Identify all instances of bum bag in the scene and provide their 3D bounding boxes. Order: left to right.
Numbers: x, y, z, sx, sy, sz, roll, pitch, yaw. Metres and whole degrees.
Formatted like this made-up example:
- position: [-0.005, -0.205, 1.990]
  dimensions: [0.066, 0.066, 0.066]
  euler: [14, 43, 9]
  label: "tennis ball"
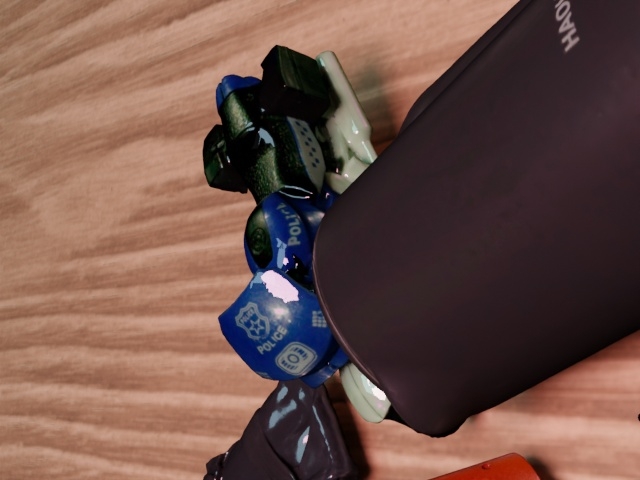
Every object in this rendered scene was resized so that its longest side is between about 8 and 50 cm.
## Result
- position: [-0.053, 0.214, 0.989]
  dimensions: [0.248, 0.060, 0.123]
  euler: [-51, 44, 31]
  label: "bum bag"

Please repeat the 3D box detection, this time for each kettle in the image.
- position: [0.137, -0.059, 0.712]
  dimensions: [0.308, 0.203, 0.262]
  euler: [-41, 62, 41]
  label: "kettle"

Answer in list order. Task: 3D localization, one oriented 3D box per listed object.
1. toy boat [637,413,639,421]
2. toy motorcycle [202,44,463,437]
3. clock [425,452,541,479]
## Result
- position: [0.255, 0.122, 0.595]
  dimensions: [0.097, 0.100, 0.223]
  euler: [-41, 43, 4]
  label: "toy boat"
- position: [0.000, 0.000, 0.877]
  dimensions: [0.125, 0.196, 0.331]
  euler: [-47, 47, 33]
  label: "toy motorcycle"
- position: [0.079, 0.205, 0.748]
  dimensions: [0.061, 0.155, 0.113]
  euler: [87, 165, -56]
  label: "clock"
